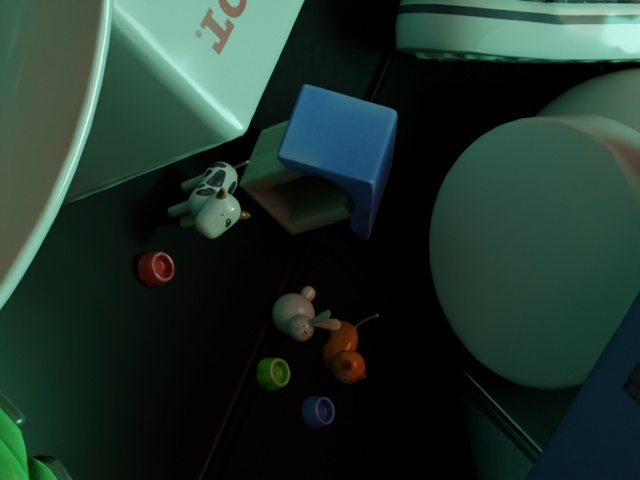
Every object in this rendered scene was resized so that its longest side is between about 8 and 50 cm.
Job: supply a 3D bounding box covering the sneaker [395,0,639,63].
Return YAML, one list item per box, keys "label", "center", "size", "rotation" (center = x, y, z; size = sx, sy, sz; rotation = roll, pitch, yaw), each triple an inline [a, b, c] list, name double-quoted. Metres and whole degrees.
- label: "sneaker"
  center: [0.183, -0.153, 0.845]
  size: [0.321, 0.126, 0.127]
  rotation: [-5, 99, -27]

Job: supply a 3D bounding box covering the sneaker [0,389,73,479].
- label: "sneaker"
  center: [-0.131, 0.182, 0.441]
  size: [0.146, 0.134, 0.343]
  rotation: [-3, 81, -48]

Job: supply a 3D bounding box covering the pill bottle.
- label: "pill bottle"
  center: [0.194, -0.005, 0.836]
  size: [0.302, 0.169, 0.169]
  rotation: [-6, 83, -48]

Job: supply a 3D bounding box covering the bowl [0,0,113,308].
- label: "bowl"
  center: [-0.211, -0.072, 0.397]
  size: [0.298, 0.134, 0.297]
  rotation: [0, 90, -24]

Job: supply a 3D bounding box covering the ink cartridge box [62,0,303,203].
- label: "ink cartridge box"
  center: [-0.122, -0.186, 0.577]
  size: [0.289, 0.122, 0.211]
  rotation: [45, 49, -30]

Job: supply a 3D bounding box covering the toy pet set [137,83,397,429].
- label: "toy pet set"
  center: [0.000, 0.000, 0.696]
  size: [0.122, 0.065, 0.114]
  rotation: [43, 50, -31]

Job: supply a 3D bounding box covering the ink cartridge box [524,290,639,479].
- label: "ink cartridge box"
  center: [0.192, 0.182, 0.623]
  size: [0.151, 0.270, 0.395]
  rotation: [24, 98, -40]
